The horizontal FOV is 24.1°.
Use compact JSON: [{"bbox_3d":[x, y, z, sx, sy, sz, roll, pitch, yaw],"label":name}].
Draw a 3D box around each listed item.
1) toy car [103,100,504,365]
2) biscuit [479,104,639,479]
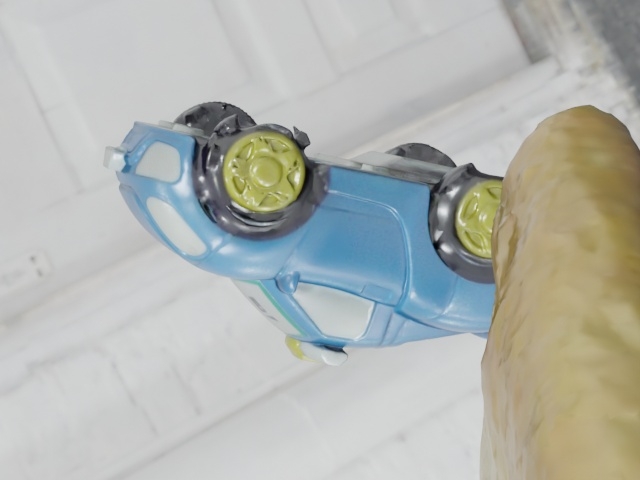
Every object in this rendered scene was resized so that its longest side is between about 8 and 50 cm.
[{"bbox_3d":[0.000,0.000,1.039,0.198,0.314,0.166,-158,80,-73],"label":"toy car"},{"bbox_3d":[0.100,0.246,0.497,0.446,0.104,0.429,-86,-7,-56],"label":"biscuit"}]
